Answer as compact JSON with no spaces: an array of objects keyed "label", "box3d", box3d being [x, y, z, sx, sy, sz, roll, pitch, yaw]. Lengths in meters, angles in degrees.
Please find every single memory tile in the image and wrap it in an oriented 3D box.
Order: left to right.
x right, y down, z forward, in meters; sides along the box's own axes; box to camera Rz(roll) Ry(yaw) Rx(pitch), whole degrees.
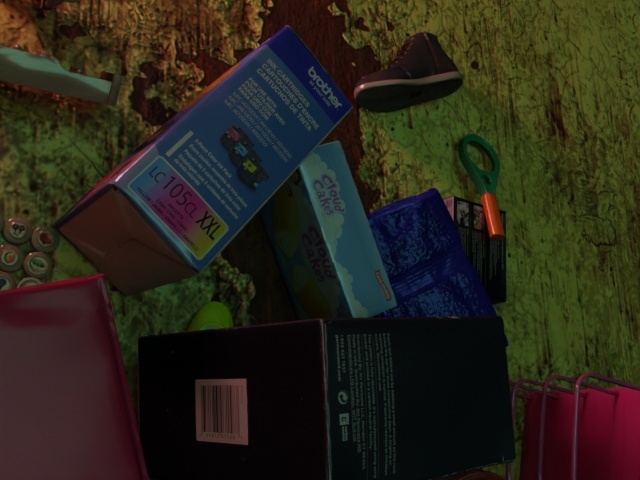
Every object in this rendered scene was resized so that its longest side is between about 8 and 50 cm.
[{"label":"memory tile","box3d":[-0.421,0.016,0.959,0.148,0.012,0.113,20,69,-26]}]

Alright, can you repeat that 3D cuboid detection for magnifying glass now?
[{"label":"magnifying glass","box3d":[0.309,-0.103,1.388,0.092,0.026,0.231,14,52,-29]}]

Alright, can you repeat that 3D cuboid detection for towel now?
[{"label":"towel","box3d":[0.168,0.085,1.234,0.227,0.076,0.308,-26,92,-17]}]

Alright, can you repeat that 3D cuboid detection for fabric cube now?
[{"label":"fabric cube","box3d":[-0.365,0.197,0.804,0.258,0.259,0.254,-10,82,-33]}]

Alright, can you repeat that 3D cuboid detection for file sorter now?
[{"label":"file sorter","box3d":[0.375,0.326,1.207,0.182,0.290,0.202,19,69,-23]}]

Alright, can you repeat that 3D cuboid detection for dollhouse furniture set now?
[{"label":"dollhouse furniture set","box3d":[-0.336,-0.318,0.981,0.161,0.212,0.242,10,100,-27]}]

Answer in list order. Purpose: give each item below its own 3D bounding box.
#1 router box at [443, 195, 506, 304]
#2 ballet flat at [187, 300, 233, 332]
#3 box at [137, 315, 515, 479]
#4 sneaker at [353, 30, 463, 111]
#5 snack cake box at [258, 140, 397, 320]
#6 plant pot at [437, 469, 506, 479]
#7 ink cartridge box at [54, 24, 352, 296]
[{"label":"router box","box3d":[0.280,0.020,1.364,0.133,0.046,0.179,14,72,-29]},{"label":"ballet flat","box3d":[-0.163,0.190,1.035,0.077,0.077,0.231,28,65,-22]},{"label":"box","box3d":[0.000,0.190,0.900,0.312,0.343,0.179,6,77,-44]},{"label":"sneaker","box3d":[0.142,-0.309,1.355,0.222,0.083,0.118,-13,66,-26]},{"label":"snack cake box","box3d":[0.000,0.000,1.136,0.089,0.152,0.264,-19,88,-34]},{"label":"plant pot","box3d":[0.145,0.423,1.055,0.272,0.265,0.272,8,74,-30]},{"label":"ink cartridge box","box3d":[-0.140,-0.120,1.010,0.151,0.270,0.395,51,58,-15]}]
